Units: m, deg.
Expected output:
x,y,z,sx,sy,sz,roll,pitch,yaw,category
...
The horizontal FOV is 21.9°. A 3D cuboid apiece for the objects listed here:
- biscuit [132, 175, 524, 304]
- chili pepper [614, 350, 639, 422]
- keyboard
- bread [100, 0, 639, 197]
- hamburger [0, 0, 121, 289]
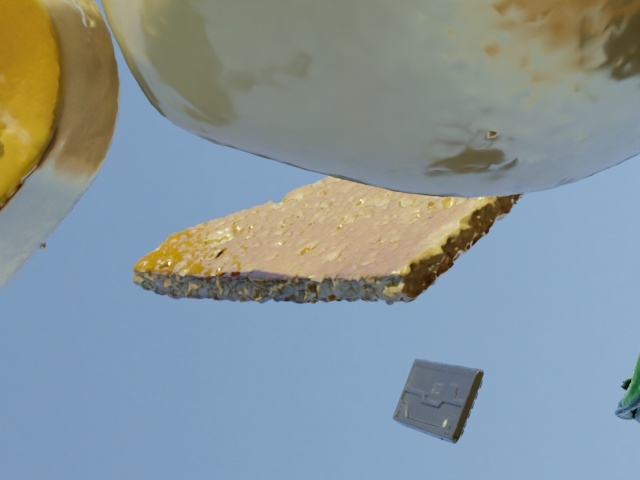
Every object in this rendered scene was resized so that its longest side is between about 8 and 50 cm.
x,y,z,sx,sy,sz,roll,pitch,yaw,category
0.004,-0.006,0.950,0.131,0.237,0.026,-39,-65,-36,biscuit
0.330,0.072,1.569,0.065,0.122,0.279,3,-62,-13,chili pepper
0.080,0.109,1.143,0.010,0.155,0.053,22,-95,-11,keyboard
0.086,-0.204,0.590,0.348,0.253,0.376,-29,-35,-37,bread
-0.272,-0.078,1.154,0.227,0.295,0.151,46,-171,3,hamburger
